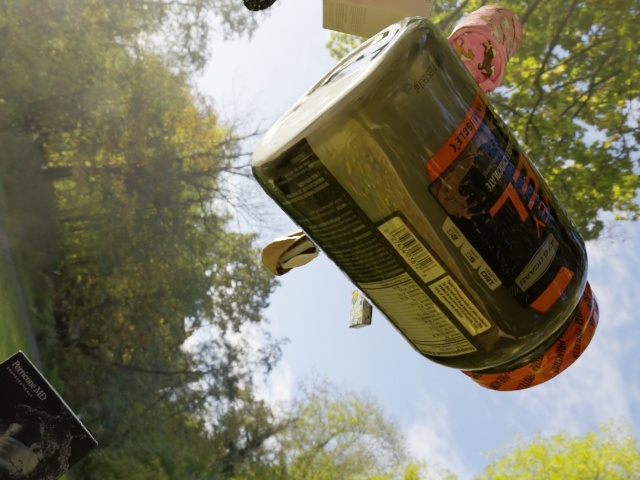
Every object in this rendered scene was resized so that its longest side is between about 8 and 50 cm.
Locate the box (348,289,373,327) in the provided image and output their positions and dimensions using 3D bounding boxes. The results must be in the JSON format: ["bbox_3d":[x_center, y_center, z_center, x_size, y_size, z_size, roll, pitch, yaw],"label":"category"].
[{"bbox_3d":[0.099,0.163,1.260,0.137,0.027,0.093,126,-29,-74],"label":"box"}]

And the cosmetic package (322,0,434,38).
[{"bbox_3d":[0.204,-0.819,1.802,0.155,0.366,0.196,89,14,-68],"label":"cosmetic package"}]

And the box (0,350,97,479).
[{"bbox_3d":[-0.393,0.245,0.635,0.156,0.158,0.093,54,-33,-7],"label":"box"}]

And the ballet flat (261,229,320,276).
[{"bbox_3d":[0.000,0.000,0.986,0.073,0.232,0.080,57,-4,49],"label":"ballet flat"}]

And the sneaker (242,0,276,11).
[{"bbox_3d":[-0.130,-0.597,1.000,0.124,0.107,0.283,62,-27,17],"label":"sneaker"}]

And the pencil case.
[{"bbox_3d":[0.423,-0.497,1.335,0.160,0.386,0.167,23,-51,13],"label":"pencil case"}]

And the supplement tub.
[{"bbox_3d":[0.113,-0.019,0.508,0.338,0.207,0.207,47,-16,-20],"label":"supplement tub"}]
